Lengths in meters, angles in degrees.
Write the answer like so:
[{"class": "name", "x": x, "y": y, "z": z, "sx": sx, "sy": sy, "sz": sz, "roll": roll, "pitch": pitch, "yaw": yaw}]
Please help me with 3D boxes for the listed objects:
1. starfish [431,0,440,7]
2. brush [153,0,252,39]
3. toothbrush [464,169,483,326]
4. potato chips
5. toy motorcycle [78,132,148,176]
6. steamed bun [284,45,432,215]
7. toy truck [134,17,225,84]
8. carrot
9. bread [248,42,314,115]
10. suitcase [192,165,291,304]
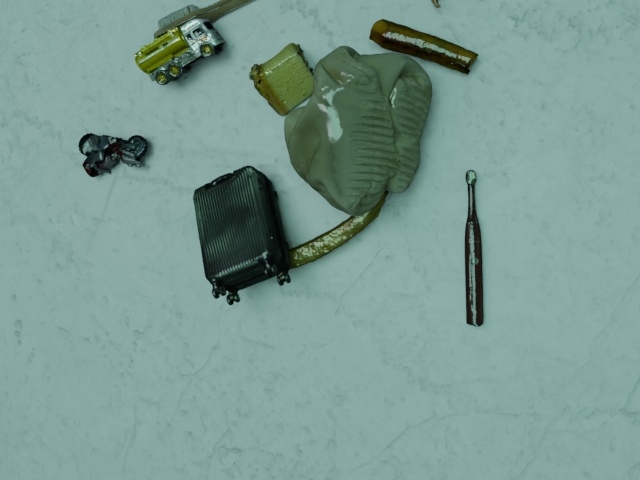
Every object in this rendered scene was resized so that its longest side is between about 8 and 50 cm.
[{"class": "starfish", "x": 0.307, "y": -0.659, "z": 1.611, "sx": 0.238, "sy": 0.057, "sz": 0.213, "roll": 42, "pitch": 94, "yaw": 13}, {"class": "brush", "x": -0.296, "y": -0.607, "z": 1.798, "sx": 0.328, "sy": 0.070, "sz": 0.065, "roll": -22, "pitch": 73, "yaw": 15}, {"class": "toothbrush", "x": 0.355, "y": 0.017, "z": 1.593, "sx": 0.041, "sy": 0.041, "sz": 0.363, "roll": -1, "pitch": 89, "yaw": 17}, {"class": "potato chips", "x": 0.000, "y": 0.000, "z": 1.695, "sx": 0.407, "sy": 0.057, "sz": 0.080, "roll": -28, "pitch": 85, "yaw": 15}, {"class": "toy motorcycle", "x": -0.569, "y": -0.231, "z": 1.864, "sx": 0.213, "sy": 0.082, "sz": 0.122, "roll": 4, "pitch": 89, "yaw": 19}, {"class": "steamed bun", "x": 0.062, "y": -0.246, "z": 1.560, "sx": 0.255, "sy": 0.343, "sz": 0.367, "roll": 13, "pitch": 100, "yaw": 42}, {"class": "toy truck", "x": -0.367, "y": -0.491, "z": 1.778, "sx": 0.227, "sy": 0.098, "sz": 0.114, "roll": -26, "pitch": 105, "yaw": 16}, {"class": "carrot", "x": 0.242, "y": -0.458, "z": 1.623, "sx": 0.260, "sy": 0.070, "sz": 0.070, "roll": 23, "pitch": 96, "yaw": 14}, {"class": "bread", "x": -0.089, "y": -0.407, "z": 1.729, "sx": 0.147, "sy": 0.127, "sz": 0.152, "roll": -28, "pitch": 114, "yaw": 13}, {"class": "suitcase", "x": -0.194, "y": -0.016, "z": 1.684, "sx": 0.202, "sy": 0.128, "sz": 0.312, "roll": -23, "pitch": 64, "yaw": 16}]
